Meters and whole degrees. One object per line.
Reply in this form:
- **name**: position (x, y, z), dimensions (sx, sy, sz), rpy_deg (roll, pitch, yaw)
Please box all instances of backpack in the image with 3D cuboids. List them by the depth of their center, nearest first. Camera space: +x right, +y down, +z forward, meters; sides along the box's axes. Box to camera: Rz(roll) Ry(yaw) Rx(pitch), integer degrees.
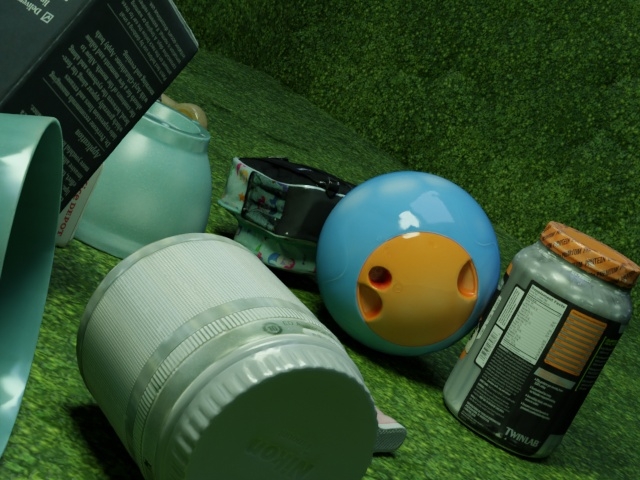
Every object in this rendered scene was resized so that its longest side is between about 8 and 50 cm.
- **backpack**: position (-0.049, -0.047, 2.110), dimensions (0.225, 0.191, 0.253), rpy_deg (12, 14, -43)

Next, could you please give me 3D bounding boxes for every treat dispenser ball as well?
- **treat dispenser ball**: position (0.135, 0.036, 1.927), dimensions (0.288, 0.288, 0.288), rpy_deg (26, 12, -6)

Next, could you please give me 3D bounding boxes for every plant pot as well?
- **plant pot**: position (-0.355, 0.022, 1.007), dimensions (0.235, 0.293, 0.293), rpy_deg (11, 14, -5)
- **plant pot**: position (-0.284, -0.111, 1.876), dimensions (0.293, 0.196, 0.293), rpy_deg (25, 12, -6)

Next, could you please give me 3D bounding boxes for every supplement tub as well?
- **supplement tub**: position (0.331, 0.144, 1.836), dimensions (0.193, 0.316, 0.193), rpy_deg (26, 12, -6)

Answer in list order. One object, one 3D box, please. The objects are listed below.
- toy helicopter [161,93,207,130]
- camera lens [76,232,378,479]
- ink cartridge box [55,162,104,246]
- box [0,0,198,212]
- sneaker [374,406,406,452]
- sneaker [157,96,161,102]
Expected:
- **toy helicopter**: position (-0.359, -0.306, 2.425), dimensions (0.355, 0.235, 0.140), rpy_deg (32, 13, 20)
- **camera lens**: position (-0.097, 0.135, 1.194), dimensions (0.219, 0.219, 0.274), rpy_deg (18, 15, -37)
- **ink cartridge box**: position (-0.401, -0.081, 1.633), dimensions (0.190, 0.140, 0.082), rpy_deg (14, 16, -49)
- **box**: position (-0.391, -0.190, 1.406), dimensions (0.293, 0.395, 0.212), rpy_deg (34, -12, 26)
- **sneaker**: position (0.044, 0.226, 1.524), dimensions (0.070, 0.051, 0.134), rpy_deg (34, 11, 37)
- **sneaker**: position (-0.337, -0.161, 2.119), dimensions (0.127, 0.182, 0.315), rpy_deg (-6, -10, -21)
